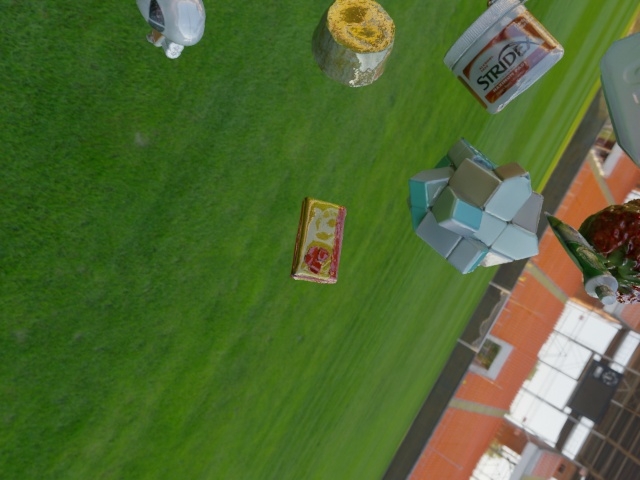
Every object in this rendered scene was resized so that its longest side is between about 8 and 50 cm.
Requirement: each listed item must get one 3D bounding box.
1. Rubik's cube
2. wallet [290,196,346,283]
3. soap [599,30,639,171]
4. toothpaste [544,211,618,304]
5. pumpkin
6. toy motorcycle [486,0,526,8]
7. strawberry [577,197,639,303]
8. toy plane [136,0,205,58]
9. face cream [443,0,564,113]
[{"bbox_3d":[0.298,-0.068,0.842,0.224,0.265,0.213,-53,-165,26],"label":"Rubik's cube"},{"bbox_3d":[0.000,0.000,1.250,0.067,0.141,0.241,140,-40,-68],"label":"wallet"},{"bbox_3d":[0.742,-0.276,0.914,0.115,0.208,0.346,15,66,-53],"label":"soap"},{"bbox_3d":[0.468,0.026,0.777,0.047,0.078,0.248,-55,-169,32],"label":"toothpaste"},{"bbox_3d":[0.147,-0.800,1.706,0.332,0.332,0.199,-54,-169,-14],"label":"pumpkin"},{"bbox_3d":[0.593,-0.737,1.283,0.229,0.094,0.130,-18,179,-8],"label":"toy motorcycle"},{"bbox_3d":[0.786,0.010,1.052,0.277,0.257,0.257,-33,149,-15],"label":"strawberry"},{"bbox_3d":[-0.283,-0.447,0.762,0.117,0.244,0.244,-18,136,-31],"label":"toy plane"},{"bbox_3d":[0.426,-0.431,1.016,0.201,0.187,0.201,-41,179,-1],"label":"face cream"}]
